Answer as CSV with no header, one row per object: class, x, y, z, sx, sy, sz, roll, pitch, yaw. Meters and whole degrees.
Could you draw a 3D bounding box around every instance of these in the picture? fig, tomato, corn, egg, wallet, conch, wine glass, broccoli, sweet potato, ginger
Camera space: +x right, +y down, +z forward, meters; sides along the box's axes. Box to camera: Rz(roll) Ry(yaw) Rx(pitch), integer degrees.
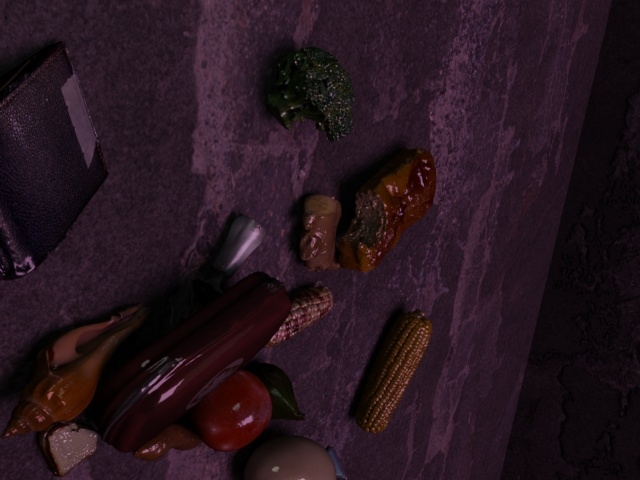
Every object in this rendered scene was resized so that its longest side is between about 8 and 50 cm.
fig,-0.099,0.330,1.593,0.117,0.177,0.117,-13,114,-32
tomato,-0.172,0.335,1.493,0.167,0.167,0.167,-32,132,-42
corn,0.199,0.357,2.083,0.120,0.120,0.363,36,79,-56
egg,-0.072,0.543,1.739,0.254,0.189,0.188,30,83,-50
wallet,-0.379,-0.109,0.988,0.262,0.072,0.220,-65,152,-49
conch,-0.382,0.200,1.196,0.093,0.109,0.330,-50,180,36
wine glass,-0.168,0.030,1.417,0.155,0.072,0.072,-58,146,-15
broccoli,-0.011,-0.266,1.391,0.156,0.195,0.195,-36,139,-11
sweet potato,-0.281,0.383,1.474,0.218,0.051,0.065,1,104,-56
ginger,-0.003,0.002,1.634,0.137,0.074,0.213,-40,144,-36
corn,-0.056,0.160,1.636,0.253,0.086,0.086,-22,125,-49

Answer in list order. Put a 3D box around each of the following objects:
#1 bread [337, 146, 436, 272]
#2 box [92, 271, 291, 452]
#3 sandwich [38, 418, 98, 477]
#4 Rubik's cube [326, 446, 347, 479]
bread,0.159,-0.081,1.734,0.380,0.109,0.185,-44,143,-47
box,-0.218,0.211,1.333,0.404,0.108,0.263,-36,168,-37
sandwich,-0.421,0.332,1.259,0.093,0.036,0.104,-41,137,-34
Rubik's cube,0.010,0.743,2.010,0.229,0.228,0.233,-36,107,16
